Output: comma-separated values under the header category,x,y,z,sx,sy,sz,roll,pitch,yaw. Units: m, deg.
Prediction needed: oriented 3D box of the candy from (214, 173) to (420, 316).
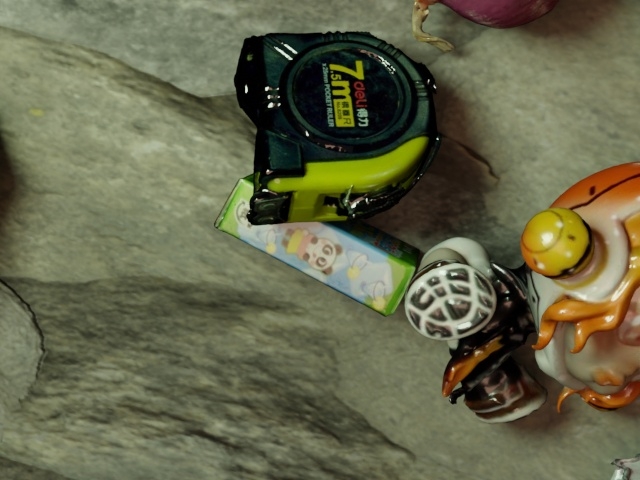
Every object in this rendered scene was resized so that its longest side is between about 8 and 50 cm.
category,x,y,z,sx,sy,sz,roll,pitch,yaw
candy,0.000,0.000,0.976,0.194,0.097,0.062,27,101,4

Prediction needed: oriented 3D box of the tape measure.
category,x,y,z,sx,sy,sz,roll,pitch,yaw
tape measure,0.016,-0.101,0.914,0.186,0.112,0.199,-3,65,-7

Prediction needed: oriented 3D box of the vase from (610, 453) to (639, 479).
category,x,y,z,sx,sy,sz,roll,pitch,yaw
vase,0.385,0.430,0.929,0.250,0.250,0.445,-2,104,11

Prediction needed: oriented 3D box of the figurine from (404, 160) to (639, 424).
category,x,y,z,sx,sy,sz,roll,pitch,yaw
figurine,0.253,0.042,0.882,0.323,0.320,0.196,-15,54,14

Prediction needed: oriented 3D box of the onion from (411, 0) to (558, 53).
category,x,y,z,sx,sy,sz,roll,pitch,yaw
onion,0.132,-0.283,0.857,0.200,0.200,0.207,-23,90,14
